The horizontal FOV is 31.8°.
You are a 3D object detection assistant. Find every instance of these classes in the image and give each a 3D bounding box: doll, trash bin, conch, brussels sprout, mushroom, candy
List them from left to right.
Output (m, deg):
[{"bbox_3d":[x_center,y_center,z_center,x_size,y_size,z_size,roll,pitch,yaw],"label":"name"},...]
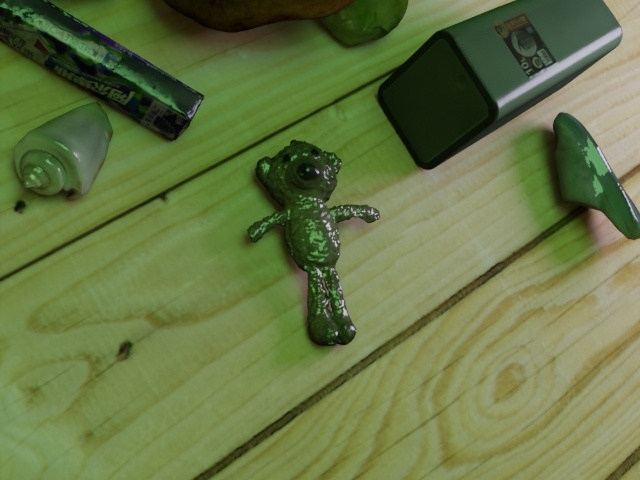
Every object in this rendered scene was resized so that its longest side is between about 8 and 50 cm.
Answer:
[{"bbox_3d":[-0.345,-0.120,1.523,0.104,0.094,0.176,29,33,2],"label":"conch"},{"bbox_3d":[-0.315,-0.247,1.565,0.312,0.088,0.061,29,60,-13],"label":"candy"},{"bbox_3d":[-0.078,-0.452,1.631,0.345,0.259,0.346,1,79,-6],"label":"mushroom"},{"bbox_3d":[-0.017,0.000,1.622,0.202,0.091,0.286,16,75,-6],"label":"doll"},{"bbox_3d":[0.070,-0.397,1.783,0.151,0.122,0.149,7,65,-24],"label":"brussels sprout"},{"bbox_3d":[0.291,-0.280,1.787,0.343,0.223,0.158,-31,86,-32],"label":"trash bin"}]

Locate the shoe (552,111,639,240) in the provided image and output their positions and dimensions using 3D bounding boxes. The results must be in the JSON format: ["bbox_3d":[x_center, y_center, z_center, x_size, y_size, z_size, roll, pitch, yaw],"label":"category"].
[{"bbox_3d":[0.443,-0.094,1.868,0.100,0.103,0.251,-35,70,11],"label":"shoe"}]
